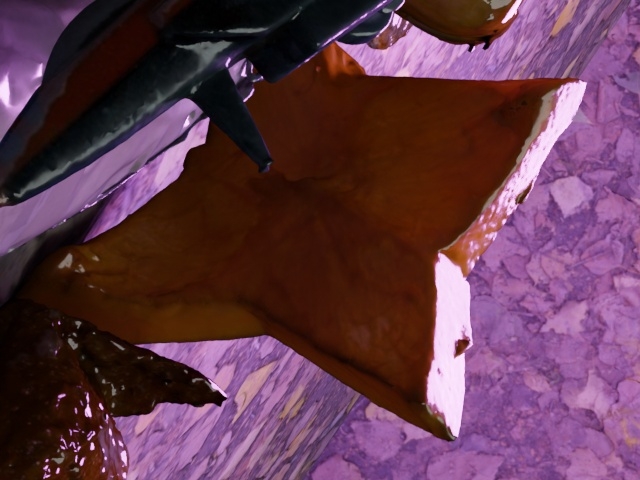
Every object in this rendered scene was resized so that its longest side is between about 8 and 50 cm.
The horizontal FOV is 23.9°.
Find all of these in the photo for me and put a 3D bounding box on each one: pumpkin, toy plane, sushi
[{"bbox_3d":[-0.009,-0.022,0.964,0.095,0.290,0.258,67,43,-67],"label":"pumpkin"},{"bbox_3d":[-0.014,-0.106,0.614,0.326,0.104,0.223,-54,-167,-30],"label":"toy plane"},{"bbox_3d":[-0.202,0.158,0.877,0.296,0.167,0.179,-56,147,-33],"label":"sushi"}]

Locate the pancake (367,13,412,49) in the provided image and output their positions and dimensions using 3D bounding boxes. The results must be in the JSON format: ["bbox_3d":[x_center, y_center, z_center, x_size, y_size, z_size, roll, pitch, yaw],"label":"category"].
[{"bbox_3d":[0.101,-0.264,1.224,0.253,0.037,0.253,-52,167,-17],"label":"pancake"}]

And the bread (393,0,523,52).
[{"bbox_3d":[0.131,-0.280,0.931,0.328,0.148,0.337,-54,-178,10],"label":"bread"}]

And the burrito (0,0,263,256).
[{"bbox_3d":[-0.128,-0.066,0.667,0.445,0.101,0.139,-38,157,-58],"label":"burrito"}]
